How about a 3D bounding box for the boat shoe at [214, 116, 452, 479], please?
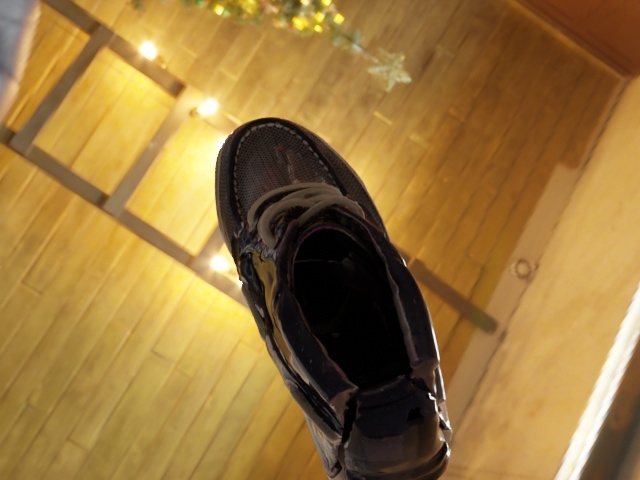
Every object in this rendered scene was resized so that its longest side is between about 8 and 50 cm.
[{"bbox_3d":[0.000,0.000,0.642,0.127,0.341,0.158,-21,145,-9],"label":"boat shoe"}]
